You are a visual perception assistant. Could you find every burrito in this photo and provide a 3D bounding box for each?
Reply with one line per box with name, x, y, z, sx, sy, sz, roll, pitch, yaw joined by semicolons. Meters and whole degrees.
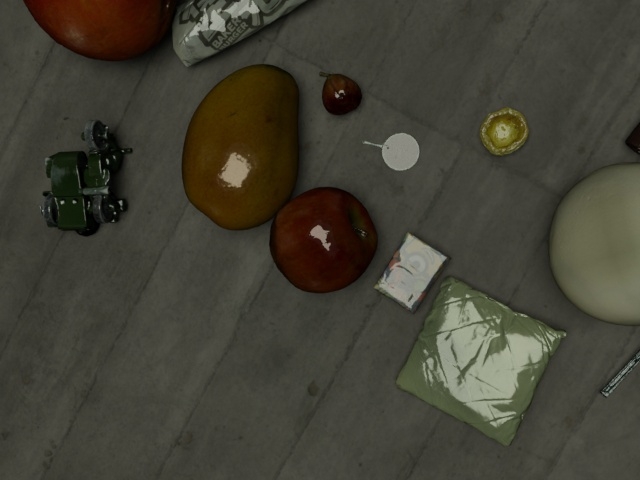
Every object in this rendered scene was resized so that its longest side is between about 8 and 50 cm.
burrito;-0.142;-0.545;1.778;0.445;0.101;0.139;-25;78;14

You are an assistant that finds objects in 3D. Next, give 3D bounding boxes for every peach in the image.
peach;-0.478;-0.577;1.749;0.372;0.290;0.373;3;97;27

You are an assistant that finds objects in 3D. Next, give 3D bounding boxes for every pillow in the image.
pillow;0.338;0.255;1.697;0.280;0.076;0.274;26;94;17

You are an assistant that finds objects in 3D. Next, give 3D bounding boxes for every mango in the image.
mango;-0.167;-0.208;1.733;0.263;0.221;0.378;14;83;17

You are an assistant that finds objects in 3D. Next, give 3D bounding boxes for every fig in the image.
fig;0.037;-0.341;1.758;0.089;0.089;0.125;-29;64;11

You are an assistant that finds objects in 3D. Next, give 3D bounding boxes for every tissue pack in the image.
tissue pack;0.200;0.071;1.730;0.108;0.060;0.148;33;99;11

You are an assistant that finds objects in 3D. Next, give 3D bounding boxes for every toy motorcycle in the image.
toy motorcycle;-0.561;-0.143;1.869;0.205;0.127;0.275;-1;97;13

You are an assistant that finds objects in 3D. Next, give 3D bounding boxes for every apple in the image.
apple;0.000;0.000;1.700;0.229;0.230;0.230;0;91;12

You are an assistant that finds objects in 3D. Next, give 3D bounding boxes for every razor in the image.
razor;0.650;0.250;1.649;0.066;0.033;0.190;40;99;10

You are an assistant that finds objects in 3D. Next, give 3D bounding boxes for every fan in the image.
fan;0.156;-0.204;1.765;0.133;0.005;0.085;17;95;11

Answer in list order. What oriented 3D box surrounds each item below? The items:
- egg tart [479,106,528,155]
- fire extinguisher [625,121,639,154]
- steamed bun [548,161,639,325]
egg tart;0.393;-0.232;1.695;0.105;0.039;0.105;0;91;13
fire extinguisher;0.729;-0.267;1.612;0.099;0.071;0.231;35;97;-18
steamed bun;0.583;0.004;1.512;0.324;0.206;0.324;-19;63;44
